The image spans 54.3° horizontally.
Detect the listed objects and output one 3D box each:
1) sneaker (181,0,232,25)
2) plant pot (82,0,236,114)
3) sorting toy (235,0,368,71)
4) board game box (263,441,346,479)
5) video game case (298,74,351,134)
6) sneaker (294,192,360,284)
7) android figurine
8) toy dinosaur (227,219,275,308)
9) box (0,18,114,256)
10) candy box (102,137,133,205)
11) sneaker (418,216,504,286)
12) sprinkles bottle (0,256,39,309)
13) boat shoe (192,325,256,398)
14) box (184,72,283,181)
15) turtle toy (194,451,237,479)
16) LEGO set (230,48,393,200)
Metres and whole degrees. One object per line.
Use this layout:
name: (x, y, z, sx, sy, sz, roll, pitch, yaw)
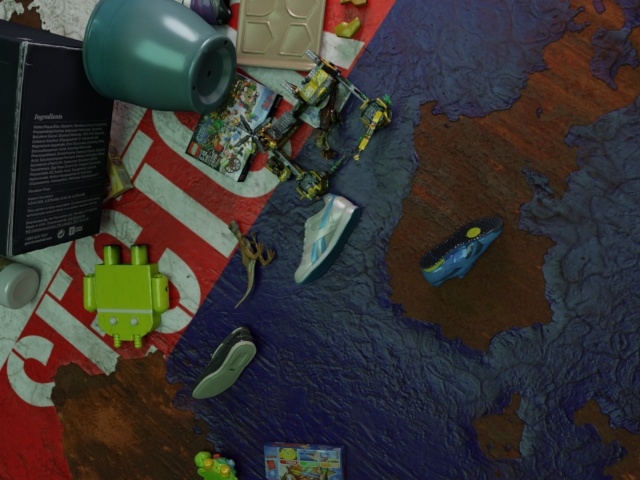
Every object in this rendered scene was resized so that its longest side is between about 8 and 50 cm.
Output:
sneaker: (-0.237, -0.652, 1.468, 0.124, 0.107, 0.283, 13, 107, 9)
plant pot: (-0.342, -0.409, 1.413, 0.255, 0.271, 0.272, 25, 101, 17)
sorting toy: (-0.046, -0.506, 1.453, 0.307, 0.041, 0.229, 9, 93, 15)
board game box: (-0.038, 0.572, 1.540, 0.201, 0.035, 0.136, -1, 94, 16)
video game case: (0.011, -0.322, 1.462, 0.087, 0.011, 0.122, 33, 103, 11)
sneaker: (0.000, 0.000, 1.461, 0.092, 0.087, 0.229, 34, 96, 18)
android figurine: (-0.506, 0.146, 1.631, 0.248, 0.056, 0.273, 1, 93, 16)
toy dinosaur: (-0.171, 0.050, 1.531, 0.112, 0.064, 0.211, -17, 80, 35)
box: (-0.782, -0.276, 1.499, 0.480, 0.297, 0.472, 20, 110, 20)
candy box: (-0.576, -0.195, 1.623, 0.109, 0.053, 0.187, -26, 89, 17)
sneaker: (0.320, 0.027, 1.382, 0.209, 0.069, 0.082, -35, 118, 8)
sprinkles bottle: (-0.958, 0.076, 1.721, 0.355, 0.121, 0.121, 19, 100, 14)
boat shoe: (-0.245, 0.311, 1.569, 0.233, 0.084, 0.079, -49, 43, 21)
box: (-0.211, -0.279, 1.513, 0.159, 0.044, 0.233, 29, 102, 12)
turtle toy: (-0.267, 0.581, 1.590, 0.130, 0.066, 0.095, 17, 123, 16)
LEGO set: (-0.016, -0.250, 1.368, 0.331, 0.192, 0.255, -39, 84, 16)
